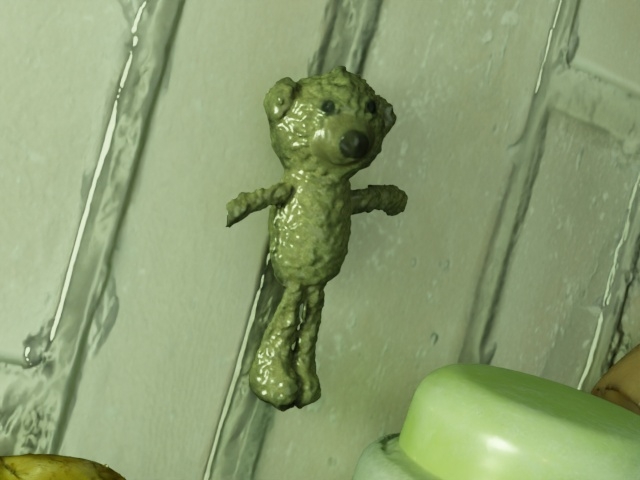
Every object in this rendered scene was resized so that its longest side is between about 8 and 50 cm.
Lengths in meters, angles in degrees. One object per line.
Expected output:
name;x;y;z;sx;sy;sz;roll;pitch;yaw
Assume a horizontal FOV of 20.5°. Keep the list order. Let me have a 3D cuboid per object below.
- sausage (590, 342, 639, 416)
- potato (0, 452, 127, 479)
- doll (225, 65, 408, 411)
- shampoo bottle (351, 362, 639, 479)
sausage;0.401;0.152;1.957;0.253;0.123;0.123;-29;120;-35
potato;-0.284;0.265;1.303;0.369;0.176;0.195;-4;141;-35
doll;-0.015;-0.004;1.543;0.202;0.091;0.286;33;87;-32
shampoo bottle;0.174;0.291;1.630;0.322;0.322;0.317;10;103;-45
